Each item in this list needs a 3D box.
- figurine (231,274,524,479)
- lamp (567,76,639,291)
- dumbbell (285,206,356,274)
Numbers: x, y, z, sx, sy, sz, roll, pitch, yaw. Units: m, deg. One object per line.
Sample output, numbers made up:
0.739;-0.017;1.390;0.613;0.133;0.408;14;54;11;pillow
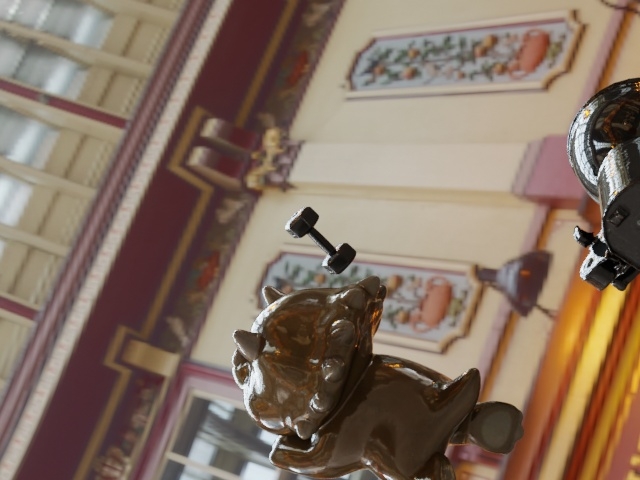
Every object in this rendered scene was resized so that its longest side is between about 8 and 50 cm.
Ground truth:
0.038;0.123;1.146;0.177;0.247;0.173;-35;-49;-43;figurine
0.309;-0.043;1.201;0.147;0.172;0.227;34;-151;-9;lamp
0.000;0.000;1.385;0.083;0.036;0.040;44;-72;-10;dumbbell
